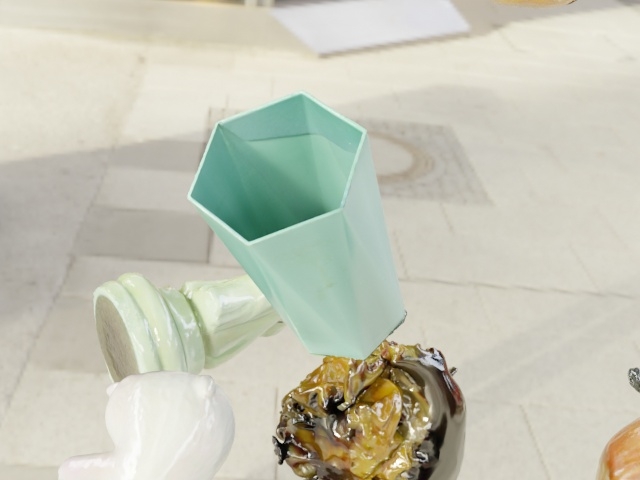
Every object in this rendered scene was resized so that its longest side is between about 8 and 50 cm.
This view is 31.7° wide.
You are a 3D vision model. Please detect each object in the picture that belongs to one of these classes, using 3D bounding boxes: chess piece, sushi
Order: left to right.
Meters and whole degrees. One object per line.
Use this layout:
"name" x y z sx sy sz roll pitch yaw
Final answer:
"chess piece" -0.111 0.090 1.367 0.298 0.175 0.176 -18 30 -25
"sushi" 0.054 0.208 1.273 0.200 0.203 0.213 -12 8 -39

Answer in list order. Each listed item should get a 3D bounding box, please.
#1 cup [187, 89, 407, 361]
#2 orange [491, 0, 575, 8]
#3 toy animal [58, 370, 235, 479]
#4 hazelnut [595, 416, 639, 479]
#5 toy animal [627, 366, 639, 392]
"cup" 0.000 0.000 0.960 0.148 0.235 0.134 -19 54 8
"orange" 0.230 -0.356 1.203 0.219 0.219 0.193 9 -12 9
"toy animal" -0.179 0.261 1.086 0.141 0.282 0.138 33 -24 -25
"hazelnut" 0.356 0.251 1.042 0.214 0.214 0.176 10 15 11
"toy animal" 0.510 0.303 1.706 0.085 0.148 0.232 -4 45 39
